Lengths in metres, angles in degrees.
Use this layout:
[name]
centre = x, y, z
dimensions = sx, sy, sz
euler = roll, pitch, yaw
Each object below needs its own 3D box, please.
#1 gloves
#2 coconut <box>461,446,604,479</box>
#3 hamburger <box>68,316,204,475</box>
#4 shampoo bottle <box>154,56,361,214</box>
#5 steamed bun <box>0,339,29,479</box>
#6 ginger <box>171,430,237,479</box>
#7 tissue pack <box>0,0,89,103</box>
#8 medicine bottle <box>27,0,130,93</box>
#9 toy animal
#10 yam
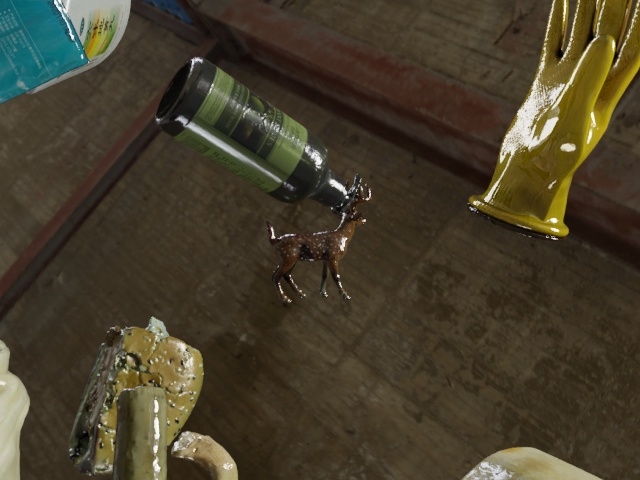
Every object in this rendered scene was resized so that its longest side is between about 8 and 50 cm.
[gloves]
centre = 0.262, -0.156, 0.656
dimensions = 0.133, 0.116, 0.294
euler = 36, -64, 48
[coconut]
centre = 0.306, 0.462, 0.870
dimensions = 0.323, 0.323, 0.322
euler = -10, -118, 20
[hamburger]
centre = -0.327, 0.284, 1.099
dimensions = 0.168, 0.192, 0.287
euler = -11, -116, 65
[shampoo bottle]
centre = -0.066, -0.116, 0.776
dimensions = 0.101, 0.284, 0.101
euler = -37, -144, 34
[steamed bun]
centre = -0.433, 0.171, 0.547
dimensions = 0.320, 0.206, 0.275
euler = 20, -95, 1
[ginger]
centre = -0.122, 0.364, 0.695
dimensions = 0.075, 0.089, 0.287
euler = -8, -109, -8
[tissue pack]
centre = -0.302, -0.217, 0.528
dimensions = 0.120, 0.169, 0.082
euler = -37, -140, -25
[medicine bottle]
centre = -0.399, -0.318, 0.892
dimensions = 0.179, 0.124, 0.324
euler = -54, -170, 22
[toy animal]
centre = 0.008, 0.001, 1.308
dimensions = 0.087, 0.244, 0.259
euler = -170, -102, -69
[yam]
centre = -0.242, 0.386, 0.801
dimensions = 0.083, 0.083, 0.371
euler = -10, -114, 19
